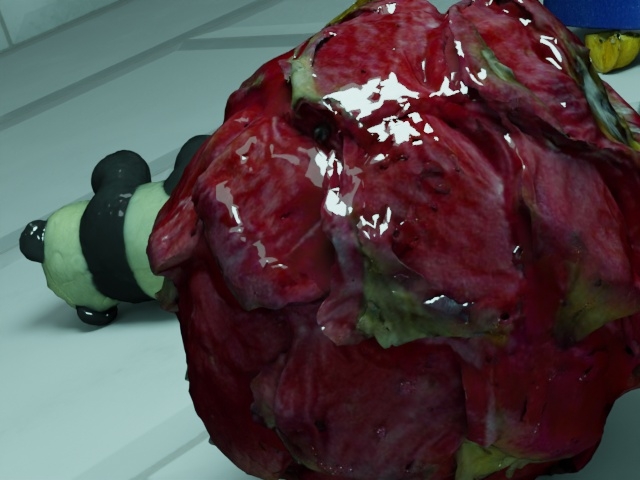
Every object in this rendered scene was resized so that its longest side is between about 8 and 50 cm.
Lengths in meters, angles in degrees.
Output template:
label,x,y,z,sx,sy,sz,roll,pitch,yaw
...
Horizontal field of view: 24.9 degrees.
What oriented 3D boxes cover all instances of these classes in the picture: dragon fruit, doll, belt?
label,x,y,z,sx,sy,sz,roll,pitch,yaw
dragon fruit,0.064,0.009,0.869,0.329,0.329,0.329,-16,19,6
doll,-0.160,-0.004,1.353,0.234,0.143,0.135,-7,28,27
belt,0.386,-0.309,1.694,0.212,0.117,0.347,-8,12,-18

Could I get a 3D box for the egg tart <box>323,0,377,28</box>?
label,x,y,z,sx,sy,sz,roll,pitch,yaw
egg tart,0.031,-0.181,1.628,0.290,0.115,0.290,-46,7,7

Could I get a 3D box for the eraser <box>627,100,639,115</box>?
label,x,y,z,sx,sy,sz,roll,pitch,yaw
eraser,0.241,-0.100,1.434,0.150,0.023,0.104,-9,21,23

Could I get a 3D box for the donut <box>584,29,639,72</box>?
label,x,y,z,sx,sy,sz,roll,pitch,yaw
donut,0.333,-0.223,1.636,0.038,0.067,0.083,-4,-23,-13
